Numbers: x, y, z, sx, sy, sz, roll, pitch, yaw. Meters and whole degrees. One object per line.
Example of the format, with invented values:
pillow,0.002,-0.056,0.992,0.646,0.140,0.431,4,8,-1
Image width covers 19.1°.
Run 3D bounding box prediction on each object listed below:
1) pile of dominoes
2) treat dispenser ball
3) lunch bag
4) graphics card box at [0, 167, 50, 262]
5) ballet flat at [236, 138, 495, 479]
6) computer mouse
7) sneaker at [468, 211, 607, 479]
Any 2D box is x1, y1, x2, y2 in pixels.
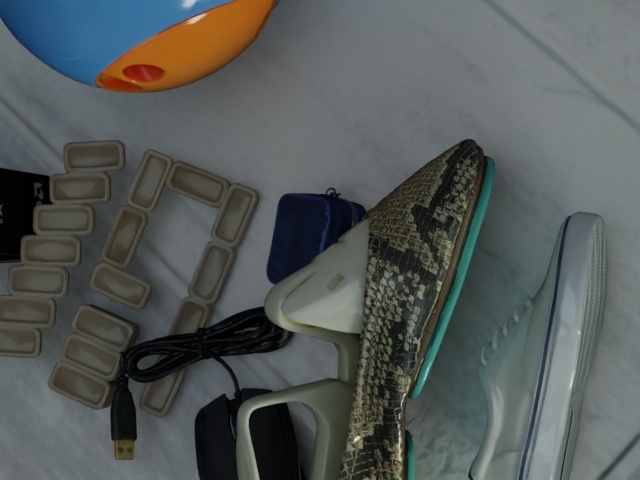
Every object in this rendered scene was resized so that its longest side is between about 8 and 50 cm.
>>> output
pile of dominoes,-0.191,0.032,1.809,0.196,0.040,0.251,24,92,5
treat dispenser ball,-0.165,-0.275,1.698,0.288,0.288,0.288,-2,84,24
lunch bag,0.000,0.000,1.721,0.067,0.065,0.098,12,91,40
graphics card box,-0.440,-0.027,1.753,0.233,0.371,0.094,-5,83,25
ballet flat,0.023,0.139,1.629,0.182,0.164,0.482,10,91,-5
computer mouse,-0.103,0.198,1.731,0.184,0.060,0.262,-11,80,10
sneaker,0.180,0.098,1.613,0.091,0.094,0.258,12,91,20
